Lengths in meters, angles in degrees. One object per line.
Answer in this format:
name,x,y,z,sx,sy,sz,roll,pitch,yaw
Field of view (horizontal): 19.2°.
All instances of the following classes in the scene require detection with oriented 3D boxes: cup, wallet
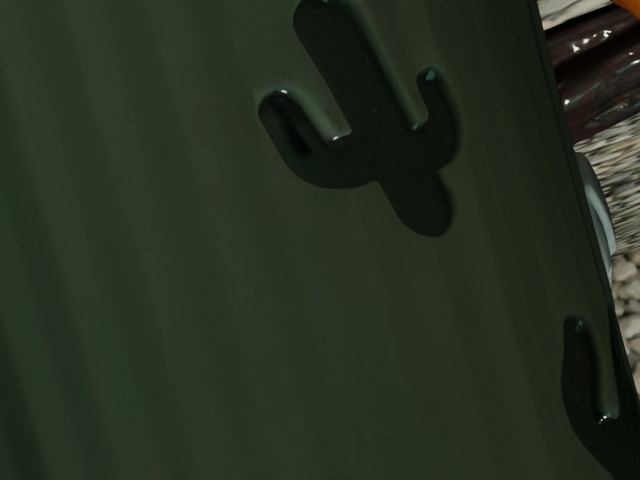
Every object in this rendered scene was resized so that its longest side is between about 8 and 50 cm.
cup,-0.075,0.058,0.672,0.401,0.392,0.310,-11,162,-18
wallet,0.189,-0.107,1.265,0.182,0.049,0.229,-24,172,6

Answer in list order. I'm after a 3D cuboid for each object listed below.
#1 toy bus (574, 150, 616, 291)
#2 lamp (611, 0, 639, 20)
toy bus,0.000,0.000,0.982,0.287,0.232,0.194,-23,142,8
lamp,0.166,-0.141,0.572,0.223,0.196,0.223,-11,-152,6
